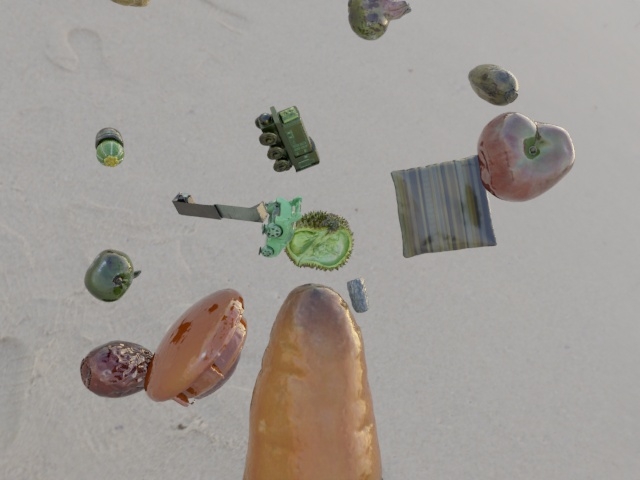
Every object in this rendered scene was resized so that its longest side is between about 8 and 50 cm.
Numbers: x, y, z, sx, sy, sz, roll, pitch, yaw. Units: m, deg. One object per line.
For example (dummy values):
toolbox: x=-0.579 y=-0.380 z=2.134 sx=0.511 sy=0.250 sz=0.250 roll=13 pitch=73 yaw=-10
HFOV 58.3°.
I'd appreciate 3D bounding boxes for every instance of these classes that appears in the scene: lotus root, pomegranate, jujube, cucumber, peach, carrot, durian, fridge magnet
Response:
lotus root: x=0.423 y=-0.385 z=1.404 sx=0.089 sy=0.080 sz=0.179 roll=53 pitch=3 yaw=-38
pomegranate: x=0.140 y=-0.589 z=1.465 sx=0.125 sy=0.163 sz=0.138 roll=3 pitch=90 yaw=-40
jujube: x=-0.640 y=0.409 z=1.832 sx=0.243 sy=0.183 sz=0.184 roll=6 pitch=52 yaw=-54
cucumber: x=0.124 y=0.177 z=1.861 sx=0.064 sy=0.064 sz=0.112 roll=-20 pitch=96 yaw=-46
peach: x=0.329 y=-0.143 z=0.956 sx=0.152 sy=0.152 sz=0.152 roll=22 pitch=46 yaw=-24
pomegranate: x=-0.615 y=0.109 z=1.711 sx=0.131 sy=0.191 sz=0.152 roll=31 pitch=80 yaw=8
carrot: x=-0.006 y=0.161 z=0.627 sx=0.159 sy=0.159 sz=0.225 roll=-5 pitch=101 yaw=-41
durian: x=-0.004 y=0.000 z=1.907 sx=0.236 sy=0.200 sz=0.177 roll=-2 pitch=27 yaw=4
fridge magnet: x=-0.335 y=0.284 z=1.558 sx=0.155 sy=0.363 sz=0.364 roll=44 pitch=39 yaw=-21

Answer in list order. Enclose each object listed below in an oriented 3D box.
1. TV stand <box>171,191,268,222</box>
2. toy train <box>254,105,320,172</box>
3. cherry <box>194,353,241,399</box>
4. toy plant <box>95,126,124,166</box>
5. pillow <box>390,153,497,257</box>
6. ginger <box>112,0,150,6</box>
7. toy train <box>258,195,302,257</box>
TV stand: x=-0.247 y=-0.082 z=1.402 sx=0.040 sy=0.256 sz=0.049 roll=-60 pitch=144 yaw=-36
toy train: x=-0.093 y=-0.281 z=1.595 sx=0.226 sy=0.137 sz=0.090 roll=65 pitch=6 yaw=-57
cherry: x=-0.378 y=0.398 z=1.942 sx=0.202 sy=0.301 sz=0.230 roll=22 pitch=2 yaw=-24
toy plant: x=-0.704 y=-0.307 z=1.916 sx=0.092 sy=0.093 sz=0.162 roll=13 pitch=36 yaw=-31
pillow: x=0.276 y=-0.075 z=1.301 sx=0.052 sy=0.212 sz=0.209 roll=12 pitch=70 yaw=-74
ginger: x=-0.370 y=-0.439 z=0.903 sx=0.205 sy=0.115 sz=0.081 roll=9 pitch=76 yaw=-16
toy train: x=-0.091 y=-0.029 z=1.279 sx=0.081 sy=0.149 sz=0.099 roll=7 pitch=43 yaw=-8
